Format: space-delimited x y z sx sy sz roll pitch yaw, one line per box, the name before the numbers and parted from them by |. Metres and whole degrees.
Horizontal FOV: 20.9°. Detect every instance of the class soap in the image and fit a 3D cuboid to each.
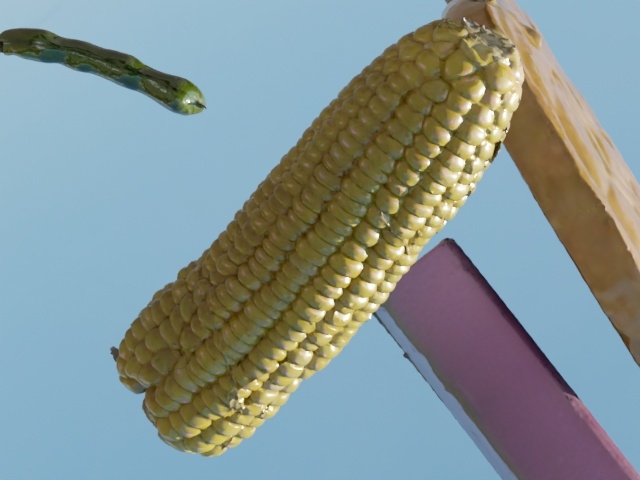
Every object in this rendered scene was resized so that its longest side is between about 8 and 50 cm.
soap | 0.142 0.123 1.298 0.081 0.259 0.181 -39 176 -2

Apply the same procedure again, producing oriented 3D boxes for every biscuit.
biscuit | 0.214 -0.034 1.335 0.062 0.385 0.365 -31 -167 11

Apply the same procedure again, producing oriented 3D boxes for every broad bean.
broad bean | -0.249 -0.196 1.970 0.052 0.256 0.052 -81 -172 -64

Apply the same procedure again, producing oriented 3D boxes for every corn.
corn | 0.000 0.000 0.913 0.291 0.101 0.101 -48 -160 20
